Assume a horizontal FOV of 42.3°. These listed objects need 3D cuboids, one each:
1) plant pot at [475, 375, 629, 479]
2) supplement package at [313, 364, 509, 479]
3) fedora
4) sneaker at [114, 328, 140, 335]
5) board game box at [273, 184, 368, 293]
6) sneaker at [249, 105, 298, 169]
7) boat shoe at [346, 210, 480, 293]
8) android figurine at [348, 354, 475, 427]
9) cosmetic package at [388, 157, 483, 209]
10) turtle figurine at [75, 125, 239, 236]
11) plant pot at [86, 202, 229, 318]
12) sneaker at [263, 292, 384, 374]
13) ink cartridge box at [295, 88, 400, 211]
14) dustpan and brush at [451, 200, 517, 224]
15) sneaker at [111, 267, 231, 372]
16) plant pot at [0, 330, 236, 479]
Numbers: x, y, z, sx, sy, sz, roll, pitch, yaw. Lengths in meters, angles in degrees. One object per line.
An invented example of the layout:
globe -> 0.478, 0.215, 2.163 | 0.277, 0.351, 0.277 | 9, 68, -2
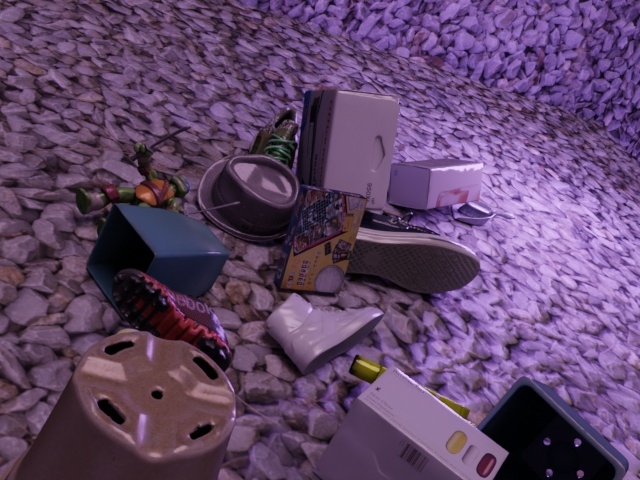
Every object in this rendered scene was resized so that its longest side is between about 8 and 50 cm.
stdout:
plant pot -> 0.447, 0.435, 1.620 | 0.247, 0.248, 0.252 | 45, 15, 29
supplement package -> 0.159, 0.395, 1.475 | 0.262, 0.204, 0.145 | 36, 30, 15
fedora -> -0.159, -0.129, 2.036 | 0.275, 0.124, 0.243 | 32, 58, 1
sneaker -> -0.292, 0.257, 1.466 | 0.240, 0.091, 0.126 | 27, 41, 14
board game box -> 0.000, 0.000, 1.926 | 0.165, 0.243, 0.042 | 8, 16, -30
sneaker -> -0.126, -0.244, 2.266 | 0.158, 0.182, 0.410 | 18, 33, -13
boat shoe -> 0.180, 0.012, 2.118 | 0.500, 0.186, 0.156 | 11, 39, -17
android figurine -> 0.185, 0.310, 1.662 | 0.273, 0.056, 0.248 | 28, -6, 2
cosmetic package -> 0.360, -0.179, 2.565 | 0.153, 0.129, 0.296 | 15, 17, 42
turtle figurine -> -0.379, -0.116, 1.816 | 0.266, 0.197, 0.275 | -29, 17, -36
plant pot -> -0.319, 0.037, 1.705 | 0.234, 0.165, 0.166 | -2, 41, -50
sneaker -> 0.006, 0.167, 1.807 | 0.169, 0.108, 0.292 | 43, 35, 21
ink cartridge box -> 0.057, -0.245, 2.153 | 0.166, 0.285, 0.395 | 5, 8, -13
dustpan and brush -> 0.531, -0.091, 2.677 | 0.211, 0.060, 0.147 | 21, 30, -10
sneaker -> -0.282, 0.143, 1.581 | 0.276, 0.097, 0.135 | 42, 16, -18
plant pot -> -0.269, 0.310, 1.162 | 0.334, 0.305, 0.334 | 20, 31, -13
